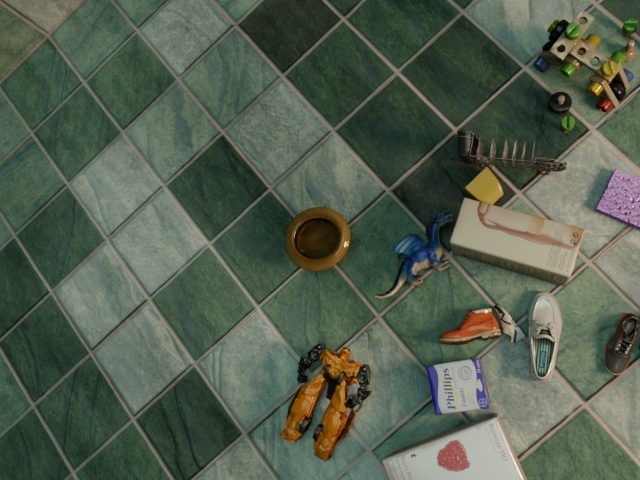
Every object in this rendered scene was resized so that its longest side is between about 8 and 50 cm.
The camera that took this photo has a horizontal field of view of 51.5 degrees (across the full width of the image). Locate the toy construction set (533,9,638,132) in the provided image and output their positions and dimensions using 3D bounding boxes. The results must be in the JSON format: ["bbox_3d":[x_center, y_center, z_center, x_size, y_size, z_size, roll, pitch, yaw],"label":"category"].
[{"bbox_3d":[0.699,-0.472,1.654,0.309,0.237,0.257,-26,74,10],"label":"toy construction set"}]

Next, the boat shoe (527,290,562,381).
[{"bbox_3d":[0.559,0.236,1.644,0.083,0.076,0.226,-2,79,16],"label":"boat shoe"}]

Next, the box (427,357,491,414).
[{"bbox_3d":[0.350,0.371,1.682,0.137,0.072,0.126,-13,76,14],"label":"box"}]

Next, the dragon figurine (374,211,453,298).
[{"bbox_3d":[0.247,0.039,1.766,0.289,0.085,0.144,-33,70,3],"label":"dragon figurine"}]

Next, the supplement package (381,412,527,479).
[{"bbox_3d":[0.325,0.553,1.600,0.293,0.175,0.177,-25,73,10],"label":"supplement package"}]

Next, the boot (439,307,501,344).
[{"bbox_3d":[0.378,0.223,1.714,0.158,0.059,0.084,-13,73,5],"label":"boot"}]

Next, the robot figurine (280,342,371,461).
[{"bbox_3d":[0.016,0.419,1.764,0.211,0.085,0.291,24,88,19],"label":"robot figurine"}]

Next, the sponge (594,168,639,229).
[{"bbox_3d":[0.811,-0.085,1.656,0.210,0.031,0.117,27,88,19],"label":"sponge"}]

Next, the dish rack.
[{"bbox_3d":[0.487,-0.220,1.691,0.271,0.208,0.074,9,94,17],"label":"dish rack"}]

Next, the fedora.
[{"bbox_3d":[0.000,0.000,1.851,0.194,0.079,0.194,-4,79,22],"label":"fedora"}]

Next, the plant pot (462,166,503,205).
[{"bbox_3d":[0.435,-0.133,1.751,0.081,0.081,0.083,-45,83,4],"label":"plant pot"}]

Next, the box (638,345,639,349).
[{"bbox_3d":[0.899,0.210,1.561,0.183,0.056,0.231,32,89,20],"label":"box"}]

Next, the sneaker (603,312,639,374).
[{"bbox_3d":[0.727,0.247,1.599,0.061,0.065,0.158,16,84,18],"label":"sneaker"}]

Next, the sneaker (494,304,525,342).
[{"bbox_3d":[0.474,0.213,1.693,0.044,0.040,0.109,-36,72,9],"label":"sneaker"}]

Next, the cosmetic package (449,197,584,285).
[{"bbox_3d":[0.490,0.004,1.671,0.296,0.153,0.129,17,83,17],"label":"cosmetic package"}]
